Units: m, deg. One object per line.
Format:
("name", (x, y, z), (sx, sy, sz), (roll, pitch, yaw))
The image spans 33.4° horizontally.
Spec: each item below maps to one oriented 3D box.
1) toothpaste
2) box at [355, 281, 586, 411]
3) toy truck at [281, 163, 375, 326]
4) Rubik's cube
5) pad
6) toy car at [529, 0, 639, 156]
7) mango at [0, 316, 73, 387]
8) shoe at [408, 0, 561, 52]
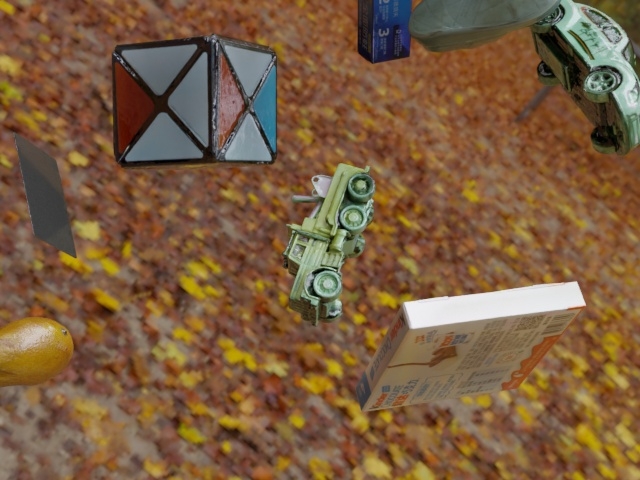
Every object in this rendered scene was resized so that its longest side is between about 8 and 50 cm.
("toothpaste", (0.108, -0.456, 1.772), (0.076, 0.320, 0.066), (-13, 33, -20))
("box", (0.206, 0.156, 1.528), (0.265, 0.273, 0.048), (-6, 60, -18))
("toy truck", (0.002, 0.004, 1.742), (0.135, 0.259, 0.128), (13, -24, 6))
("Rubik's cube", (-0.246, -0.265, 2.110), (0.248, 0.250, 0.246), (1, 4, 26))
("pad", (-0.491, -0.079, 1.907), (0.143, 0.003, 0.211), (42, 27, -64))
("toy car", (0.418, -0.262, 1.621), (0.306, 0.125, 0.136), (62, -1, 42))
("mango", (-0.440, 0.165, 1.558), (0.165, 0.115, 0.089), (-3, 45, -44))
("shoe", (0.258, -0.343, 1.614), (0.100, 0.251, 0.103), (21, 65, -54))
